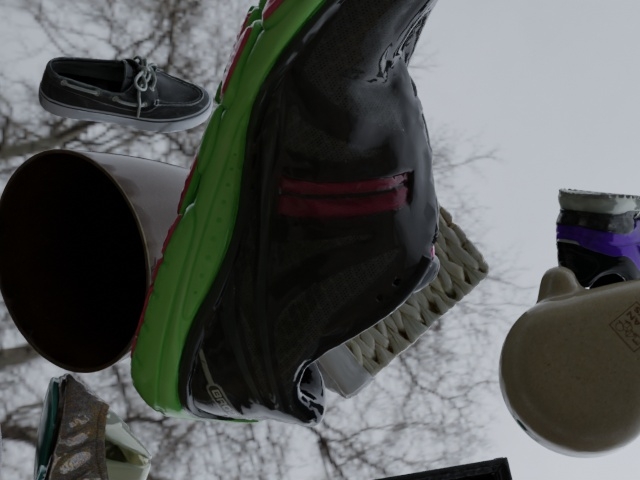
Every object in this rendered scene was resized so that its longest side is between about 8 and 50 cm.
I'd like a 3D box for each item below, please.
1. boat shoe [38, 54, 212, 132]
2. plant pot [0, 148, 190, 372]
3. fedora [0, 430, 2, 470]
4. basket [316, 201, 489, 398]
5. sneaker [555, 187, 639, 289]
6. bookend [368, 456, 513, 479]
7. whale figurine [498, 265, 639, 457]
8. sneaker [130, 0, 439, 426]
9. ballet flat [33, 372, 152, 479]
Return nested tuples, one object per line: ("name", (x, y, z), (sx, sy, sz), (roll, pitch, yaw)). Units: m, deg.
("boat shoe", (-0.328, -0.268, 1.911), (0.105, 0.306, 0.113), (121, -30, -48))
("plant pot", (-0.175, 0.005, 1.134), (0.215, 0.230, 0.215), (7, -78, 34))
("fedora", (-0.450, 0.208, 1.088), (0.124, 0.244, 0.275), (-19, -95, 52))
("basket", (0.000, 0.000, 1.508), (0.328, 0.266, 0.331), (53, -10, -9))
("sneaker", (0.388, 0.019, 1.348), (0.102, 0.293, 0.146), (9, -86, 54))
("bookend", (0.081, 0.261, 0.860), (0.072, 0.157, 0.156), (140, -57, -60))
("whale figurine", (0.319, 0.118, 1.205), (0.272, 0.141, 0.216), (-39, -106, -9))
("sneaker", (0.011, -0.056, 0.823), (0.185, 0.202, 0.483), (-86, -163, -58))
("ballet flat", (-0.203, 0.214, 0.964), (0.316, 0.106, 0.107), (-113, -142, -69))
